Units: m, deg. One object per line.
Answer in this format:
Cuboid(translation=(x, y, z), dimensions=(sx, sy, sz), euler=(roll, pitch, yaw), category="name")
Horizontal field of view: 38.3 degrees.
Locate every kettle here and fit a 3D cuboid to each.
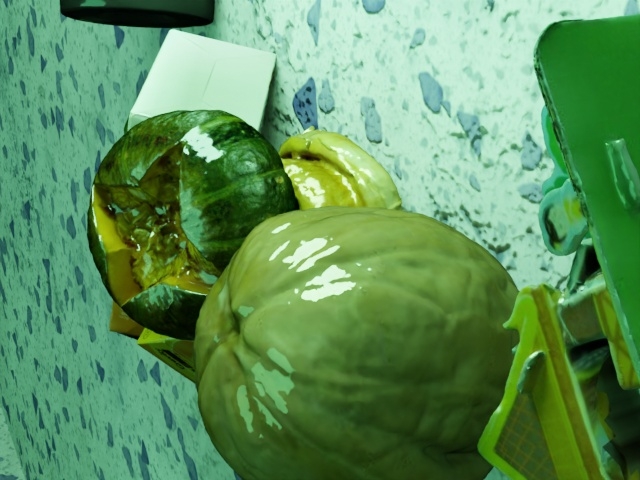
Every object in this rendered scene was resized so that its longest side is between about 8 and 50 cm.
Cuboid(translation=(-0.232, -0.432, 1.246), dimensions=(0.207, 0.251, 0.271), euler=(5, 98, 29), category="kettle")

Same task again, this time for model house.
Cuboid(translation=(0.192, 0.055, 0.596), dimensions=(0.313, 0.243, 0.357), euler=(-34, 72, 61), category="model house")

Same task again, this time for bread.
Cuboid(translation=(0.002, 0.002, 1.012), dimensions=(0.198, 0.120, 0.236), euler=(41, 135, 40), category="bread")

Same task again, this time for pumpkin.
Cuboid(translation=(-0.126, -0.019, 0.935), dimensions=(0.238, 0.159, 0.238), euler=(4, 97, 34), category="pumpkin")

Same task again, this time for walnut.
Cuboid(translation=(0.042, 0.107, 0.802), dimensions=(0.252, 0.313, 0.277), euler=(26, 98, 51), category="walnut")

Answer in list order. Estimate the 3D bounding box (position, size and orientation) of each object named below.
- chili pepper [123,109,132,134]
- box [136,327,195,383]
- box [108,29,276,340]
Cuboid(translation=(-0.298, -0.197, 1.544), dimensions=(0.202, 0.050, 0.052), euler=(-25, 41, 61), category="chili pepper")
Cuboid(translation=(-0.089, 0.139, 1.074), dimensions=(0.152, 0.043, 0.269), euler=(42, 151, -27), category="box")
Cuboid(translation=(-0.165, -0.057, 1.168), dimensions=(0.225, 0.143, 0.341), euler=(-83, 8, -53), category="box")
